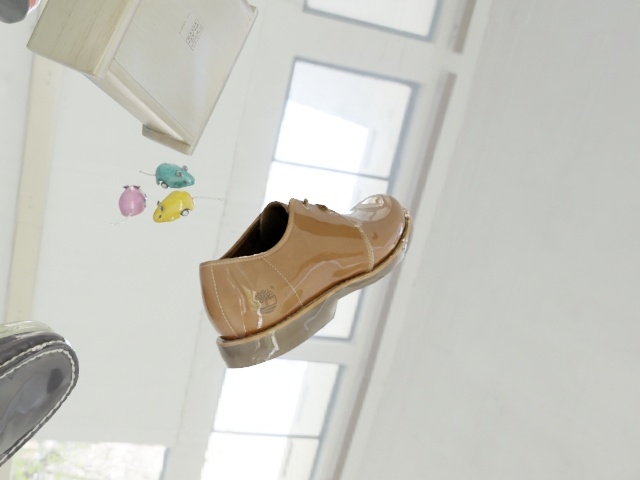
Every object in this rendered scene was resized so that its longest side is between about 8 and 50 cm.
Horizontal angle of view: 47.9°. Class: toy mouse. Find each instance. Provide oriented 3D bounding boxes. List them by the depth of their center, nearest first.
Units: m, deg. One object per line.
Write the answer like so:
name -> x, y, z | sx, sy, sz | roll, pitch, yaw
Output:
toy mouse -> -0.242, -0.077, 1.048 | 0.143, 0.161, 0.031 | 52, -20, 42

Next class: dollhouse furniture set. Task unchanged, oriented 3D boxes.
dollhouse furniture set -> -0.205, -0.244, 0.522 | 0.198, 0.304, 0.286 | 55, 59, -82

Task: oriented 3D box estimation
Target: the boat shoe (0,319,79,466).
boat shoe -> -0.224, 0.142, 0.381 | 0.285, 0.092, 0.102 | -40, 142, -55

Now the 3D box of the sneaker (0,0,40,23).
sneaker -> -0.303, -0.334, 0.783 | 0.270, 0.090, 0.145 | -6, -133, 56

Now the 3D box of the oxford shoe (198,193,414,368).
oxford shoe -> 0.000, 0.000, 0.475 | 0.076, 0.212, 0.076 | -16, -78, 35
